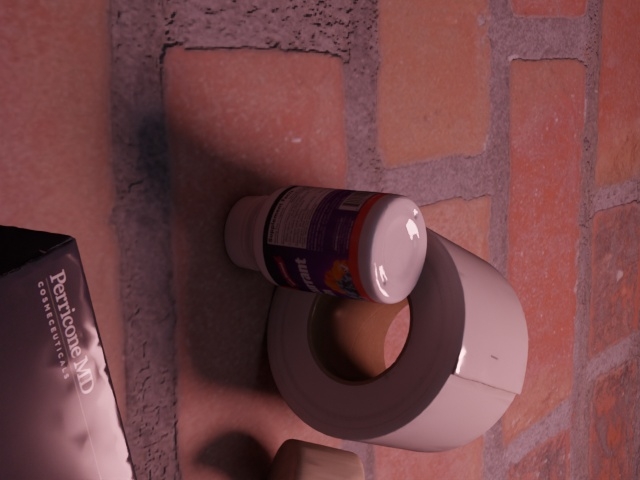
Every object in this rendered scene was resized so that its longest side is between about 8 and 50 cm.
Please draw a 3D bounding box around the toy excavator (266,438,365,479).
[{"bbox_3d":[-0.039,0.463,0.979,0.222,0.445,0.433,15,101,-15],"label":"toy excavator"}]

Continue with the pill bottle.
[{"bbox_3d":[0.000,0.000,1.030,0.108,0.193,0.108,-12,106,-52],"label":"pill bottle"}]

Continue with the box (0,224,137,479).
[{"bbox_3d":[-0.292,0.200,0.665,0.312,0.179,0.343,-31,120,-46],"label":"box"}]

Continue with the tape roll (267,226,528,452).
[{"bbox_3d":[0.085,0.106,1.125,0.169,0.246,0.246,25,75,-53],"label":"tape roll"}]
